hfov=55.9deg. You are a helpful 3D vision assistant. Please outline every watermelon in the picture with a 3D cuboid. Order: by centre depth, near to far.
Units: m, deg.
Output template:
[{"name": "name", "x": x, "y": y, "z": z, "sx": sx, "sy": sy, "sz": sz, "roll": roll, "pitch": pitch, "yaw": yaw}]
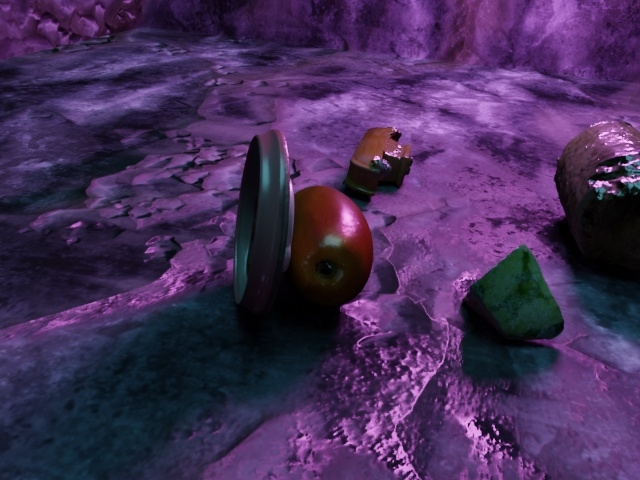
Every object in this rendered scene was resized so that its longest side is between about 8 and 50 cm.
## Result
[{"name": "watermelon", "x": 0.240, "y": 0.061, "z": 0.825, "sx": 0.098, "sy": 0.121, "sz": 0.158, "roll": -23, "pitch": 28, "yaw": -5}]

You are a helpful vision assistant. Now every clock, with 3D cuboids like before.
[{"name": "clock", "x": -0.072, "y": -0.023, "z": 0.786, "sx": 0.056, "sy": 0.244, "sz": 0.244, "roll": 6, "pitch": 26, "yaw": -14}]

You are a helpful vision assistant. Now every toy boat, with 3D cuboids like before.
[{"name": "toy boat", "x": 0.137, "y": -0.178, "z": 1.290, "sx": 0.122, "sy": 0.089, "sz": 0.321, "roll": 15, "pitch": 27, "yaw": 8}]

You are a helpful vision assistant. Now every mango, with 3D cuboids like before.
[{"name": "mango", "x": 0.000, "y": -0.004, "z": 0.866, "sx": 0.129, "sy": 0.146, "sz": 0.289, "roll": -5, "pitch": 28, "yaw": -11}]

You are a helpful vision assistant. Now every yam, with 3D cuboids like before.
[{"name": "yam", "x": 0.509, "y": -0.078, "z": 1.030, "sx": 0.195, "sy": 0.195, "sz": 0.300, "roll": 9, "pitch": 26, "yaw": 8}]
